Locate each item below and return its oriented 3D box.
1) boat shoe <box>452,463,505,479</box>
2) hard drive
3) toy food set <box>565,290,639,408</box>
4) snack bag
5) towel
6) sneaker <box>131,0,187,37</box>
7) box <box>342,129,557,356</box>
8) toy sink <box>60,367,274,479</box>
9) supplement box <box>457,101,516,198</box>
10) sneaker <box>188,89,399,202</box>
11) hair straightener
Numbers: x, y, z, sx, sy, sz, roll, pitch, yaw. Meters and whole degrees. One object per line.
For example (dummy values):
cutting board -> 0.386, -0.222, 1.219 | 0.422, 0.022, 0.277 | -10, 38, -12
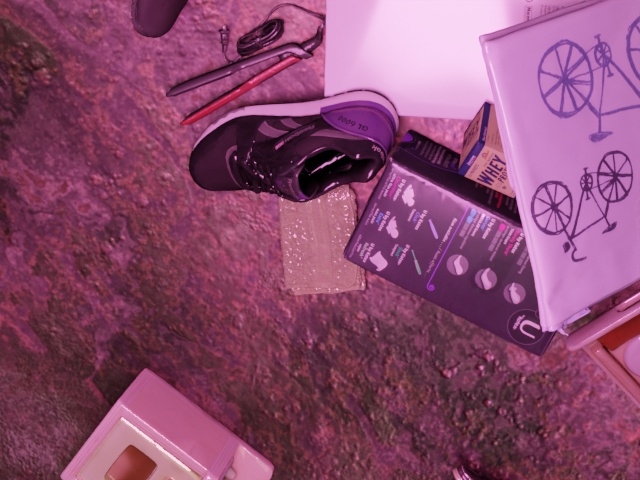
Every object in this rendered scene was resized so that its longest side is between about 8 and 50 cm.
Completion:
boat shoe -> 0.242, 0.341, 1.860 | 0.152, 0.056, 0.049 | 39, 105, -12
hard drive -> 0.183, -0.262, 1.693 | 0.353, 0.047, 0.233 | 4, 108, 10
toy food set -> 0.469, 0.156, 1.691 | 0.220, 0.092, 0.306 | -35, 120, 19
snack bag -> 0.325, -0.103, 1.596 | 0.037, 0.323, 0.342 | 2, 110, 52
towel -> 0.000, 0.000, 1.818 | 0.110, 0.027, 0.148 | -3, 107, 13
sneaker -> -0.117, -0.374, 1.680 | 0.146, 0.122, 0.330 | 29, 110, 4
box -> 0.185, 0.000, 1.706 | 0.270, 0.165, 0.143 | 27, 111, 3
toy sink -> -0.205, 0.317, 1.899 | 0.234, 0.131, 0.153 | 38, 110, -2
supplement box -> 0.217, -0.108, 1.678 | 0.083, 0.083, 0.056 | 23, 133, -8
sneaker -> -0.048, -0.101, 1.721 | 0.283, 0.124, 0.107 | -14, 126, 24
hair straightener -> -0.097, -0.232, 1.758 | 0.230, 0.047, 0.089 | -26, 100, 17
